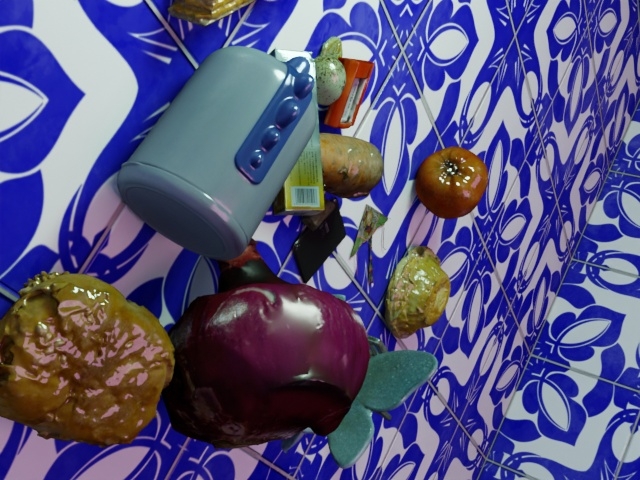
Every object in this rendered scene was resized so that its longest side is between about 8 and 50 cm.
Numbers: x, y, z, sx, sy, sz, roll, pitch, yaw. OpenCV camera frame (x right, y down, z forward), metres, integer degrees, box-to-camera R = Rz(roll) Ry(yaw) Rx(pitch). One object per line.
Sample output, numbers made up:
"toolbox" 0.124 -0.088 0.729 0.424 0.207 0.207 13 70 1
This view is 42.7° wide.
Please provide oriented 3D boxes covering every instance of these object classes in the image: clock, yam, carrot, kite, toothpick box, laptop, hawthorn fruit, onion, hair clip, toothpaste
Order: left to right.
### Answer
"toothpick box" -0.142 -0.169 1.370 0.354 0.263 0.263 -60 146 -22
"onion" -0.105 0.161 1.501 0.398 0.399 0.420 47 31 -55
"toothpaste" -0.050 -0.204 1.549 0.089 0.071 0.312 -1 83 -22
"yam" -0.004 -0.062 1.842 0.094 0.043 0.043 -49 141 -35
"hair clip" -0.001 0.299 1.814 0.238 0.392 0.318 47 64 -27
"laptop" 0.000 0.000 1.905 0.180 0.016 0.129 -49 141 -31
"carrot" 0.011 -0.169 1.734 0.302 0.139 0.138 12 94 -49
"clock" 0.056 -0.321 1.781 0.113 0.061 0.155 -25 135 -67
"kite" 0.129 0.008 2.119 0.198 0.006 0.244 -40 135 -42
"hawthorn fruit" 0.355 -0.143 2.243 0.196 0.197 0.225 -58 161 -22

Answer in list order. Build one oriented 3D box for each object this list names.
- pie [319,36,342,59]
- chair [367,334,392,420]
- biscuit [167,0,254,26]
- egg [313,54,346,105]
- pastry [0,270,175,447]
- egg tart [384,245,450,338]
"pie" 0.021 -0.393 1.746 0.085 0.017 0.085 -36 136 -45
"chair" 0.113 0.352 2.133 0.147 0.136 0.270 -64 149 -17
"biscuit" -0.111 -0.469 1.433 0.379 0.094 0.054 -41 142 -40
"egg" 0.011 -0.330 1.695 0.085 0.085 0.110 -44 141 -38
"pastry" -0.377 0.182 1.263 0.255 0.162 0.311 -50 132 -12
"egg tart" 0.290 0.156 2.338 0.295 0.116 0.294 -28 125 -49
